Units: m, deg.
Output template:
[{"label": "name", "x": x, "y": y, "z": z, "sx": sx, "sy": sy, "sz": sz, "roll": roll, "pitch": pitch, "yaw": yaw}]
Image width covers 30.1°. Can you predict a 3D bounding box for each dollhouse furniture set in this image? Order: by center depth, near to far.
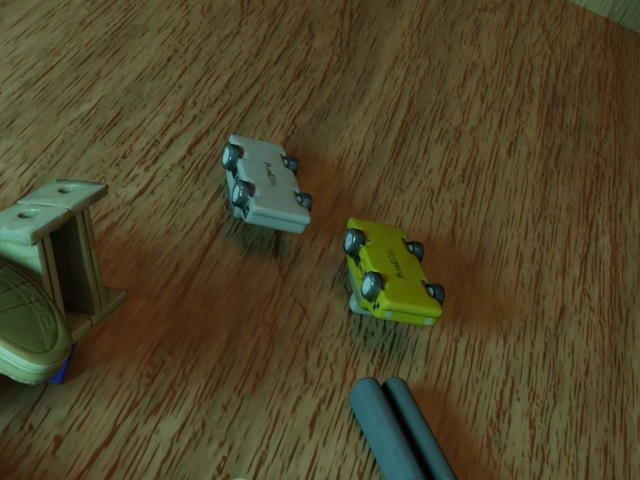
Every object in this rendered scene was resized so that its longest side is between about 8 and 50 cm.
[{"label": "dollhouse furniture set", "x": -0.306, "y": 0.017, "z": 1.165, "sx": 0.184, "sy": 0.129, "sz": 0.129, "roll": 6, "pitch": 26, "yaw": 25}]

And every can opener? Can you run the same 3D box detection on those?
[{"label": "can opener", "x": 0.119, "y": 0.240, "z": 1.256, "sx": 0.076, "sy": 0.095, "sz": 0.283, "roll": 4, "pitch": 40, "yaw": -30}]

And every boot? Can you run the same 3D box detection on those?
[{"label": "boot", "x": -0.346, "y": 0.104, "z": 1.047, "sx": 0.262, "sy": 0.203, "sz": 0.095, "roll": 28, "pitch": 24, "yaw": 15}]

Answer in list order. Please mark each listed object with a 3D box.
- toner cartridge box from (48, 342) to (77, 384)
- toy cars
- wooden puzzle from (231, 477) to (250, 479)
[{"label": "toner cartridge box", "x": -0.419, "y": 0.032, "z": 1.215, "sx": 0.348, "sy": 0.075, "sz": 0.165, "roll": 14, "pitch": 34, "yaw": -16}, {"label": "toy cars", "x": 0.000, "y": 0.000, "z": 1.523, "sx": 0.394, "sy": 0.087, "sz": 0.176, "roll": 36, "pitch": 30, "yaw": 21}, {"label": "wooden puzzle", "x": -0.011, "y": 0.337, "z": 1.089, "sx": 0.221, "sy": 0.044, "sz": 0.238, "roll": 23, "pitch": 34, "yaw": -4}]
